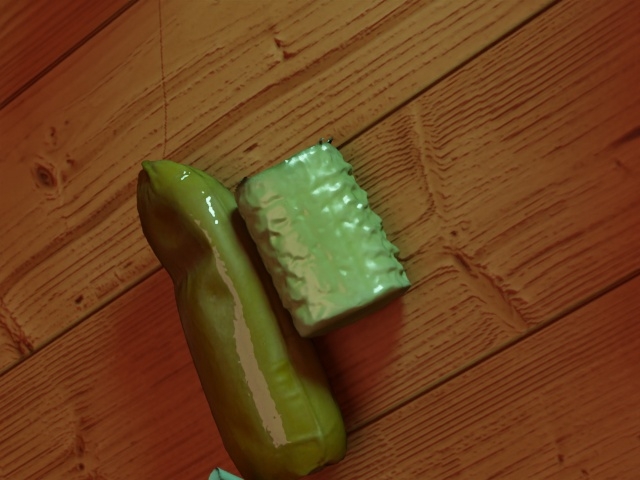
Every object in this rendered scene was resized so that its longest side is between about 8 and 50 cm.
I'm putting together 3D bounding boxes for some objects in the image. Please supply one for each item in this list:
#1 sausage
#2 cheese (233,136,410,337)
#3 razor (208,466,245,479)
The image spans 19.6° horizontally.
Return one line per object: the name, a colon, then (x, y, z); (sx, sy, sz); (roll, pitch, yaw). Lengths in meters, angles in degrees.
sausage: (-0.084, 0.072, 1.841); (0.134, 0.116, 0.354); (-35, 76, 62)
cheese: (0.000, 0.000, 1.784); (0.123, 0.094, 0.167); (-26, 83, -8)
razor: (-0.028, 0.269, 1.812); (0.084, 0.211, 0.036); (-31, 38, 32)
